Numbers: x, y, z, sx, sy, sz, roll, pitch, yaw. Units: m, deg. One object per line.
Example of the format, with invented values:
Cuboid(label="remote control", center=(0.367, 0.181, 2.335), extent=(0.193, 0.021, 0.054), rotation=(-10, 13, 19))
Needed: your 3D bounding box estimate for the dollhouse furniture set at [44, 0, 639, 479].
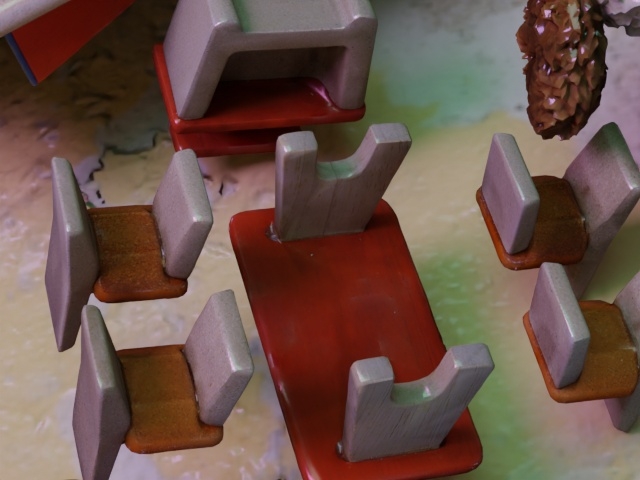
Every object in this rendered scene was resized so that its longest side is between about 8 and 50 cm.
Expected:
Cuboid(label="dollhouse furniture set", center=(0.000, 0.000, 0.828), extent=(0.262, 0.135, 0.259), rotation=(-5, 54, -18))

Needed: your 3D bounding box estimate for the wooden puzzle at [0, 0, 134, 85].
Cuboid(label="wooden puzzle", center=(-0.092, -0.205, 0.970), extent=(0.348, 0.080, 0.322), rotation=(-33, 32, -3))

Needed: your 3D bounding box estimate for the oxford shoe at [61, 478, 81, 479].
Cuboid(label="oxford shoe", center=(-0.151, 0.197, 0.789), extent=(0.212, 0.076, 0.076), rotation=(-41, 59, 6))

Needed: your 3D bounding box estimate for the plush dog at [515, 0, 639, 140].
Cuboid(label="plush dog", center=(0.196, -0.126, 0.749), extent=(0.225, 0.210, 0.262), rotation=(28, 69, 38))
